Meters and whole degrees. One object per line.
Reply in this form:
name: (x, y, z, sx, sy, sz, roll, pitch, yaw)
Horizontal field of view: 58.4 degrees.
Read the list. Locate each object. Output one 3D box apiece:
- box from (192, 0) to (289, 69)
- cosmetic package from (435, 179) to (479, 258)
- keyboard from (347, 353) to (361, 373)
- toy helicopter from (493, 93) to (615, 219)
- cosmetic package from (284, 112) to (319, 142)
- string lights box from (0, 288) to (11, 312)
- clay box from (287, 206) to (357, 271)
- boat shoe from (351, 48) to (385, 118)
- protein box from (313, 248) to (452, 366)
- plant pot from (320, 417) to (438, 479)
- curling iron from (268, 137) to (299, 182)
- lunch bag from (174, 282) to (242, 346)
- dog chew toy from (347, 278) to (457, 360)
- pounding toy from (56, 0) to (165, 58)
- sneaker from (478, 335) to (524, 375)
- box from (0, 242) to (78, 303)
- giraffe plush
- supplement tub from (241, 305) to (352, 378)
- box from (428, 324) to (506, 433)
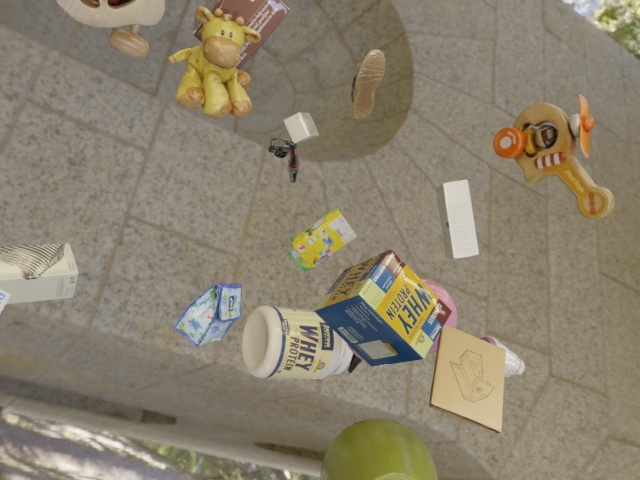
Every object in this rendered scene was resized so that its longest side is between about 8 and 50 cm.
box: (-0.207, -0.563, 1.424, 0.191, 0.143, 0.381, -46, -156, 12)
cosmetic package: (0.418, -0.063, 1.758, 0.117, 0.085, 0.231, 79, 1, -88)
keyboard: (0.162, 0.252, 1.811, 0.201, 0.033, 0.317, 107, 5, -48)
toy helicopter: (0.628, -0.209, 1.451, 0.235, 0.140, 0.355, -48, -122, 34)
cosmetic package: (-0.042, -0.256, 1.299, 0.041, 0.060, 0.115, -23, -174, 14)
string lights box: (-0.570, 0.043, 0.753, 0.133, 0.259, 0.076, -1, -122, 33)
clay box: (0.000, 0.000, 1.931, 0.222, 0.127, 0.053, -34, -139, 5)
boat shoe: (0.163, -0.586, 2.112, 0.285, 0.103, 0.092, 100, -23, -49)
protein box: (0.133, 0.156, 1.255, 0.136, 0.200, 0.201, -51, -169, -31)
plant pot: (0.140, 0.535, 1.215, 0.293, 0.275, 0.274, 98, 9, -78)
curling iron: (-0.082, -0.203, 1.473, 0.274, 0.068, 0.035, 69, 30, -77)
lunch bag: (-0.252, 0.168, 1.365, 0.151, 0.096, 0.129, -58, 166, 5)
dog chew toy: (0.204, 0.221, 1.505, 0.206, 0.332, 0.206, 21, -63, 48)
pounding toy: (-0.306, -0.412, 0.845, 0.269, 0.154, 0.155, -61, -146, 35)
sneaker: (0.447, 0.350, 1.623, 0.114, 0.152, 0.305, -66, -168, -17)
box: (-0.729, 0.081, 1.348, 0.113, 0.275, 0.094, 56, -46, 32)
giraffe plush: (-0.210, -0.385, 1.202, 0.170, 0.181, 0.210, -47, -120, 48)
supplement tub: (-0.077, 0.347, 1.936, 0.235, 0.325, 0.235, -22, -116, 54)
box: (0.328, 0.300, 1.259, 0.021, 0.164, 0.201, 118, -7, -51)
